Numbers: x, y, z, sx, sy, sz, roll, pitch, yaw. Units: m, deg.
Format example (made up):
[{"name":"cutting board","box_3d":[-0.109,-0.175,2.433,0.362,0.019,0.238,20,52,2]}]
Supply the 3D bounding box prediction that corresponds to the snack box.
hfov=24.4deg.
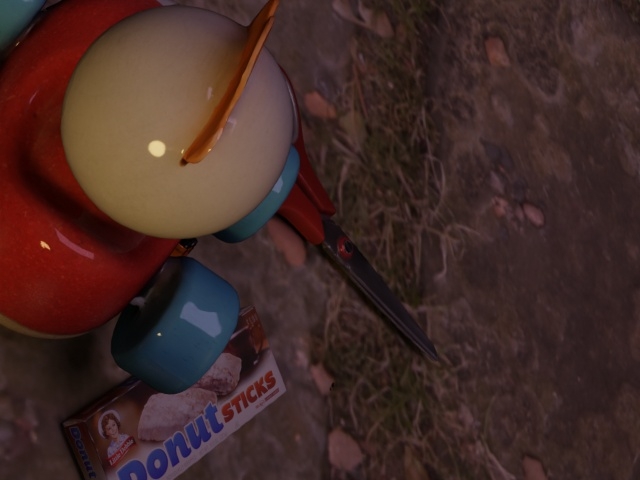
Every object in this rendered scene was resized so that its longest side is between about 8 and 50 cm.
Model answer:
[{"name":"snack box","box_3d":[-0.085,0.102,0.915,0.178,0.022,0.064,-33,107,-52]}]

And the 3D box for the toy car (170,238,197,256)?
[{"name":"toy car","box_3d":[-0.129,-0.018,0.902,0.122,0.060,0.040,40,92,-18]}]

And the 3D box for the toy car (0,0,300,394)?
[{"name":"toy car","box_3d":[-0.080,-0.067,0.754,0.219,0.238,0.210,38,54,-22]}]

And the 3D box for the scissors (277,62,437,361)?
[{"name":"scissors","box_3d":[0.000,0.000,1.069,0.297,0.021,0.109,61,36,-21]}]
